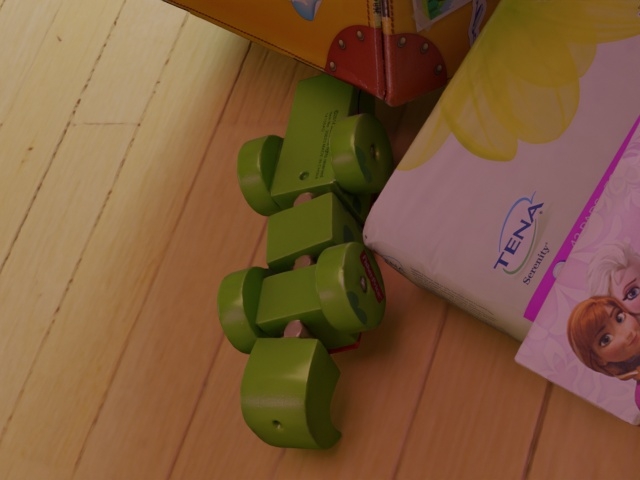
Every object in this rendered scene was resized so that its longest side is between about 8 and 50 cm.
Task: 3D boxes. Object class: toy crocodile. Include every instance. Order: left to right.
[{"bbox_3d":[0.000,0.000,1.032,0.115,0.105,0.340,-15,49,26],"label":"toy crocodile"}]

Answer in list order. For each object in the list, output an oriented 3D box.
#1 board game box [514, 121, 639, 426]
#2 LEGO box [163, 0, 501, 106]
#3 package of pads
[{"bbox_3d":[0.242,-0.051,0.696,0.066,0.318,0.318,29,95,25],"label":"board game box"},{"bbox_3d":[-0.013,-0.408,1.017,0.193,0.500,0.372,-27,39,-31],"label":"LEGO box"},{"bbox_3d":[0.186,-0.070,0.918,0.229,0.101,0.296,30,88,44],"label":"package of pads"}]
